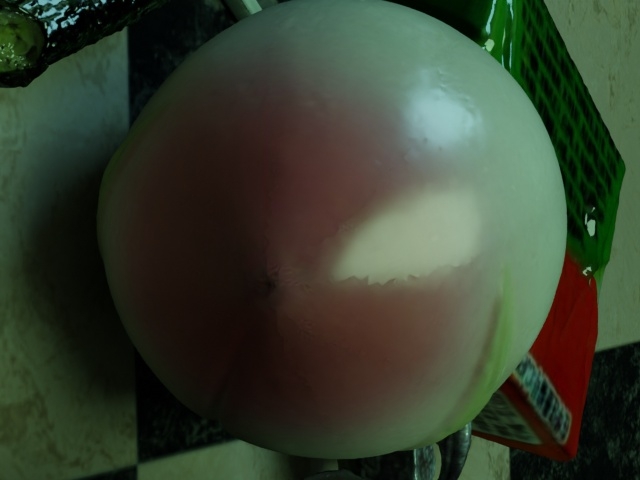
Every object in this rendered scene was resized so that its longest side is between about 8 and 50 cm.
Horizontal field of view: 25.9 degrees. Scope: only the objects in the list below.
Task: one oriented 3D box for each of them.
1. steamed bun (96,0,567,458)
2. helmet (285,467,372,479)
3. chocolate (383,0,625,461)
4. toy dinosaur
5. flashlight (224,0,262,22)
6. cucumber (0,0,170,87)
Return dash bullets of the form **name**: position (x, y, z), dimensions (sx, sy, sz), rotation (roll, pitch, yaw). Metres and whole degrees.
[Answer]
- **steamed bun**: position (0.000, 0.000, 0.848), dimensions (0.309, 0.309, 0.309), rotation (5, 85, -60)
- **helmet**: position (-0.022, 0.289, 0.731), dimensions (0.225, 0.177, 0.305), rotation (25, 45, -45)
- **chocolate**: position (0.136, -0.030, 1.246), dimensions (0.360, 0.161, 0.341), rotation (50, 47, -47)
- **toy dinosaur**: position (0.050, 0.159, 1.086), dimensions (0.294, 0.077, 0.162), rotation (99, -16, -52)
- **flashlight**: position (-0.051, -0.168, 1.063), dimensions (0.083, 0.018, 0.018), rotation (54, 44, -44)
- **cucumber**: position (-0.134, -0.160, 0.870), dimensions (0.245, 0.067, 0.067), rotation (-42, 125, -51)
